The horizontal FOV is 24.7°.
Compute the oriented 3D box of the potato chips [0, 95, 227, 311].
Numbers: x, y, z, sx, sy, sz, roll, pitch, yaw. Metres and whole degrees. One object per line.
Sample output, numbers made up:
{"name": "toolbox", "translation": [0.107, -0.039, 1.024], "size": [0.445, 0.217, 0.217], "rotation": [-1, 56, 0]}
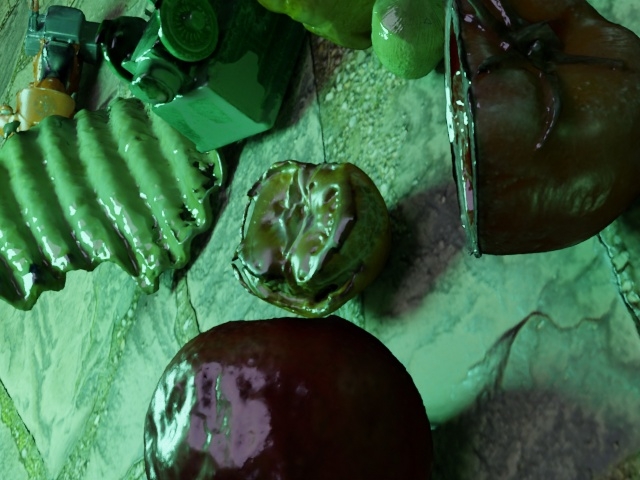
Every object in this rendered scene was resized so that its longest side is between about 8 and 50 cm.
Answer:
{"name": "potato chips", "translation": [-0.268, -0.088, 1.860], "size": [0.373, 0.097, 0.389], "rotation": [-15, 43, 16]}

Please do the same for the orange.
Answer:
{"name": "orange", "translation": [0.000, 0.000, 1.344], "size": [0.160, 0.112, 0.170], "rotation": [-41, 56, 20]}

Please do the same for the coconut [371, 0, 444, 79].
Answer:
{"name": "coconut", "translation": [0.089, -0.203, 1.394], "size": [0.096, 0.088, 0.087], "rotation": [101, 173, -50]}

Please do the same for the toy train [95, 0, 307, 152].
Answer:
{"name": "toy train", "translation": [-0.130, -0.251, 1.684], "size": [0.145, 0.202, 0.266], "rotation": [-14, 49, 46]}

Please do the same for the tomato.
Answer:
{"name": "tomato", "translation": [0.169, -0.093, 1.056], "size": [0.180, 0.155, 0.214], "rotation": [90, 176, -50]}

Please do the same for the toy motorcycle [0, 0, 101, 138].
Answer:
{"name": "toy motorcycle", "translation": [-0.429, -0.236, 2.324], "size": [0.221, 0.148, 0.325], "rotation": [117, 160, -63]}

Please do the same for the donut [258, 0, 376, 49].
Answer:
{"name": "donut", "translation": [0.004, -0.329, 1.523], "size": [0.128, 0.209, 0.261], "rotation": [-41, 38, 37]}

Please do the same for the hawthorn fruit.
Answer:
{"name": "hawthorn fruit", "translation": [-0.019, 0.194, 1.117], "size": [0.230, 0.210, 0.266], "rotation": [-29, 55, 30]}
